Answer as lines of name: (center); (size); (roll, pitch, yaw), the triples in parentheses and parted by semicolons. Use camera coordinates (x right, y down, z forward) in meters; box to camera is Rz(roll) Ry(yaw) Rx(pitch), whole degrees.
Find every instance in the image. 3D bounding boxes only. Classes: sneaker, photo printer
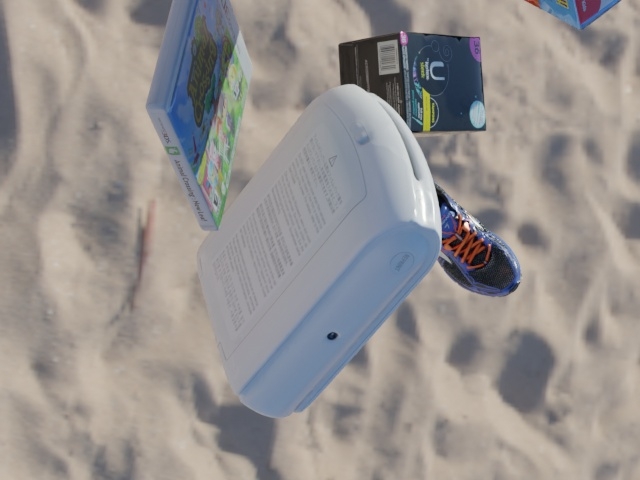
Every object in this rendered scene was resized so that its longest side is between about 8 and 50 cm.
sneaker: (0.159, -0.010, 1.768); (0.083, 0.221, 0.087); (-50, 167, 3)
photo printer: (0.000, 0.000, 1.510); (0.107, 0.256, 0.307); (21, 121, -33)

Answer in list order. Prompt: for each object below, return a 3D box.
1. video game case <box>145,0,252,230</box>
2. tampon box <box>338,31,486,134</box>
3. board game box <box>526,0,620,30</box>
video game case: (-0.111, -0.149, 1.360); (0.193, 0.023, 0.212); (71, 23, -54)
tampon box: (0.114, -0.188, 1.730); (0.161, 0.101, 0.120); (-6, 93, -46)
board game box: (0.141, -0.383, 1.286); (0.086, 0.302, 0.308); (-37, 136, -14)
